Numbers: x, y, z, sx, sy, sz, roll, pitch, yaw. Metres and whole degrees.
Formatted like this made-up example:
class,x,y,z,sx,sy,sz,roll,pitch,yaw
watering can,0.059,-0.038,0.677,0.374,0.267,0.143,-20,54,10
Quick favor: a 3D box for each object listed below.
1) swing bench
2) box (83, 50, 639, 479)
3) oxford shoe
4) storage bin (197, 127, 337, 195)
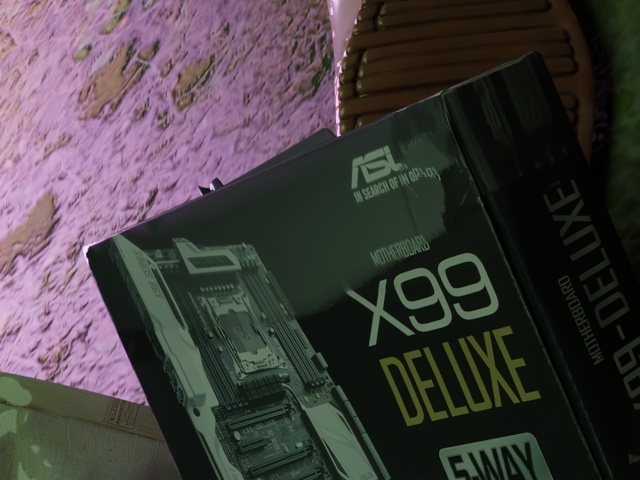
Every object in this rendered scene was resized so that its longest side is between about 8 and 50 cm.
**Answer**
class,x,y,z,sx,sy,sz,roll,pitch,yaw
swing bench,-0.205,0.227,1.202,0.255,0.165,0.253,-6,66,54
box,0.031,0.068,0.907,0.307,0.076,0.242,-19,95,50
oxford shoe,0.072,-0.102,1.058,0.146,0.141,0.397,99,169,-66
storage bin,0.000,0.000,1.114,0.091,0.098,0.135,-34,37,1
